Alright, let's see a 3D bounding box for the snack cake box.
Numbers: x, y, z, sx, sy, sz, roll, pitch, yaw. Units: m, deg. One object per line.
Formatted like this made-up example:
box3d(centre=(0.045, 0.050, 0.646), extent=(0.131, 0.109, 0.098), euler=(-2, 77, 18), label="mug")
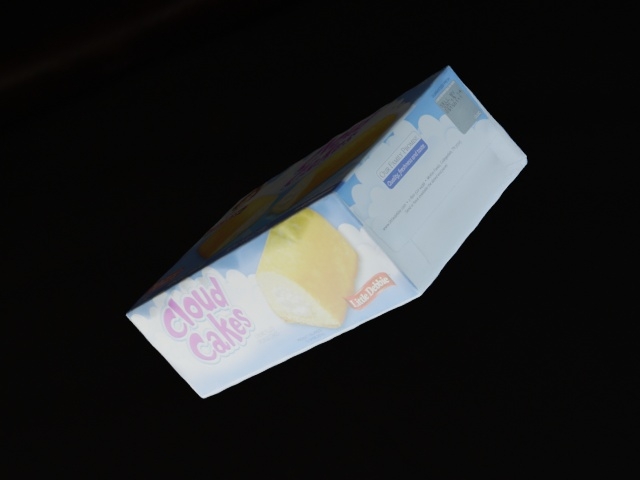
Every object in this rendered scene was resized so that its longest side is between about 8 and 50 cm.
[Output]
box3d(centre=(0.000, 0.000, 1.189), extent=(0.264, 0.089, 0.152), euler=(-30, -165, 49), label="snack cake box")
